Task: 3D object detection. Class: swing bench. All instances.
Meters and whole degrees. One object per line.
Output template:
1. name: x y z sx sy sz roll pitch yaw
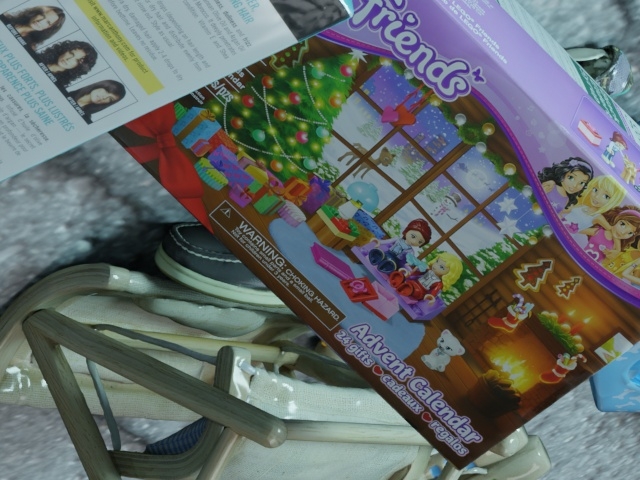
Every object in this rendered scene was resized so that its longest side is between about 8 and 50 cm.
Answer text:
1. swing bench: -0.055 0.119 1.299 0.253 0.254 0.165 10 115 -49

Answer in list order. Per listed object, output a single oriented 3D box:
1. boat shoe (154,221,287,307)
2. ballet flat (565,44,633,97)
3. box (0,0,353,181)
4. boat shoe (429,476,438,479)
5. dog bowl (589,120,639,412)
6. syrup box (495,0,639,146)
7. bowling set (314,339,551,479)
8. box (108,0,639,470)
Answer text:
1. boat shoe: 0.001 0.001 1.285 0.223 0.080 0.073 6 115 -23
2. ballet flat: 0.145 -0.100 1.247 0.114 0.041 0.041 -20 154 -3
3. box: -0.115 -0.109 0.938 0.244 0.060 0.100 -23 132 16
4. boat shoe: 0.149 0.222 1.805 0.084 0.095 0.258 -14 163 -25
5. dog bowl: 0.221 0.030 1.412 0.074 0.166 0.297 -11 155 5
6. syrup box: 0.120 -0.064 1.164 0.096 0.093 0.237 -33 138 21
7. bowling set: 0.096 0.176 1.554 0.154 0.200 0.287 -25 150 9
8. box: 0.046 -0.034 1.042 0.201 0.293 0.057 -41 -171 33
